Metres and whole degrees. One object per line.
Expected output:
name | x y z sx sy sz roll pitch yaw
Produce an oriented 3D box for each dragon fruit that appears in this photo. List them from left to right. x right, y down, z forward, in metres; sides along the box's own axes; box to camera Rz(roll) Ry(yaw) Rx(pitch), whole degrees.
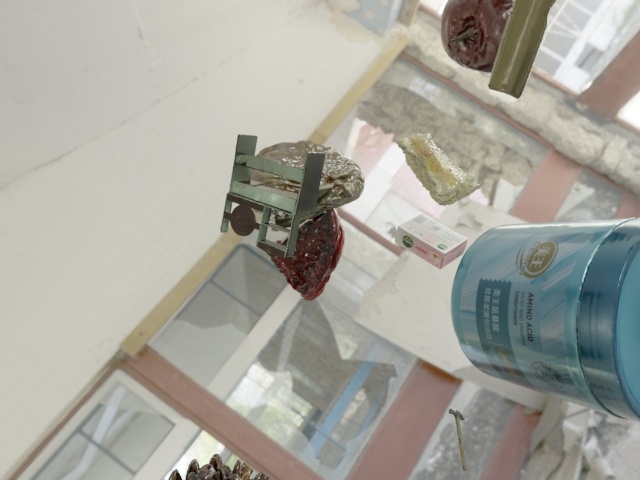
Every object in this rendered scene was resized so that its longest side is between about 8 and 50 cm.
dragon fruit | 0.007 0.007 1.790 0.286 0.228 0.329 -41 4 11

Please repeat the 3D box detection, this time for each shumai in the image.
shumai | -0.067 -0.106 1.466 0.283 0.346 0.217 107 155 -45

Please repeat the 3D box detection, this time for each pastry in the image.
pastry | 0.306 -0.196 1.446 0.122 0.258 0.089 -18 -41 -22

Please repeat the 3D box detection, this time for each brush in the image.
brush | 0.282 -0.317 0.691 0.048 0.054 0.282 -49 -23 -35

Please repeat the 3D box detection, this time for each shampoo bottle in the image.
shampoo bottle | 0.470 0.126 0.973 0.331 0.331 0.343 -53 23 -18

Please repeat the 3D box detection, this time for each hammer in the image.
hammer | 0.435 0.618 1.650 0.017 0.062 0.182 -32 46 38

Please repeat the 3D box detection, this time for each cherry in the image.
cherry | 0.405 -0.496 1.218 0.300 0.230 0.203 -38 -49 -30

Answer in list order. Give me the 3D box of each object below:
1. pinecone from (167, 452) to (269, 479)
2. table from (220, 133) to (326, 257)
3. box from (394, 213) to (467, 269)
pinecone | -0.214 0.533 0.972 0.296 0.242 0.298 -34 5 -18
table | -0.082 -0.076 0.885 0.062 0.146 0.175 -11 -64 -57
box | 0.231 0.000 1.115 0.089 0.125 0.043 -25 -45 -37
